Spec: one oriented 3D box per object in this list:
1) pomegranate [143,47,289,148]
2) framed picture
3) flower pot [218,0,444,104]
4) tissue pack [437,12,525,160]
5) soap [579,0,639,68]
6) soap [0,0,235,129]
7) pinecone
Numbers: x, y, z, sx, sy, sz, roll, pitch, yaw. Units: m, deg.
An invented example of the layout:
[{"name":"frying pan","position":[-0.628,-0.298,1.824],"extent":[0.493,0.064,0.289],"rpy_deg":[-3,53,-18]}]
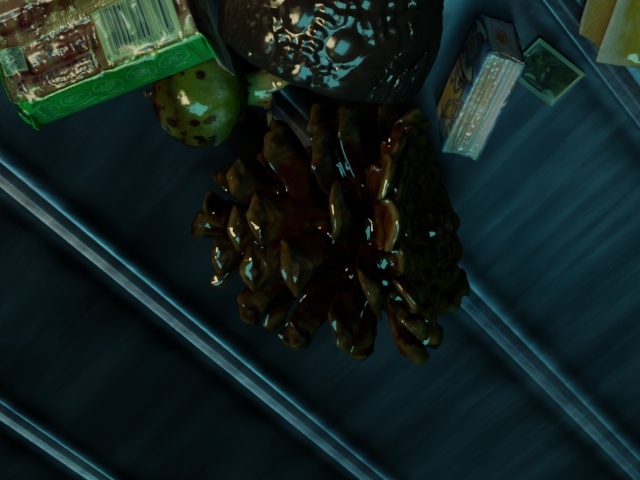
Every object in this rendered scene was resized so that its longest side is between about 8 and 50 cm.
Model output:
[{"name":"pomegranate","position":[-0.139,-0.195,1.447],"extent":[0.169,0.148,0.148],"rpy_deg":[-20,137,-33]},{"name":"framed picture","position":[0.300,-0.224,1.491],"extent":[0.089,0.006,0.066],"rpy_deg":[33,121,-23]},{"name":"flower pot","position":[0.036,-0.328,1.264],"extent":[0.267,0.266,0.267],"rpy_deg":[14,117,-11]},{"name":"tissue pack","position":[0.203,-0.198,1.444],"extent":[0.065,0.115,0.155],"rpy_deg":[14,126,-10]},{"name":"soap","position":[0.471,-0.333,1.328],"extent":[0.259,0.143,0.281],"rpy_deg":[6,134,-2]},{"name":"soap","position":[-0.262,-0.256,1.352],"extent":[0.273,0.218,0.098],"rpy_deg":[-20,166,10]},{"name":"pinecone","position":[0.000,0.000,1.469],"extent":[0.384,0.384,0.384],"rpy_deg":[0,129,0]}]
